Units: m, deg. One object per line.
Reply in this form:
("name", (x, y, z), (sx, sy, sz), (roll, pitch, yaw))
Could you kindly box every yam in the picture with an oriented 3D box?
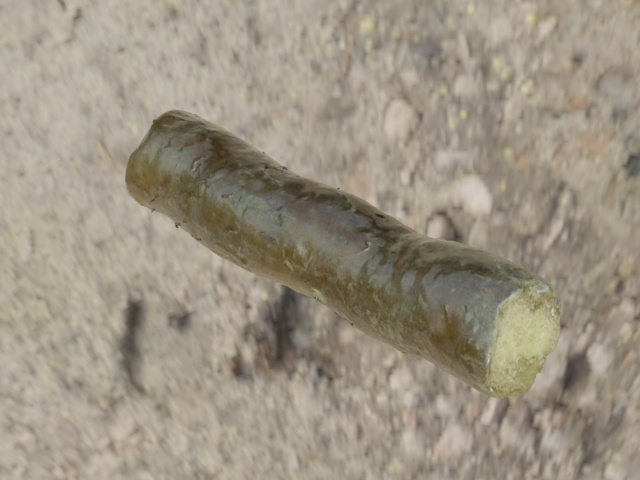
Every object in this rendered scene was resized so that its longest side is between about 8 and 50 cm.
("yam", (0.000, 0.000, 0.870), (0.253, 0.061, 0.061), (27, 75, 40))
